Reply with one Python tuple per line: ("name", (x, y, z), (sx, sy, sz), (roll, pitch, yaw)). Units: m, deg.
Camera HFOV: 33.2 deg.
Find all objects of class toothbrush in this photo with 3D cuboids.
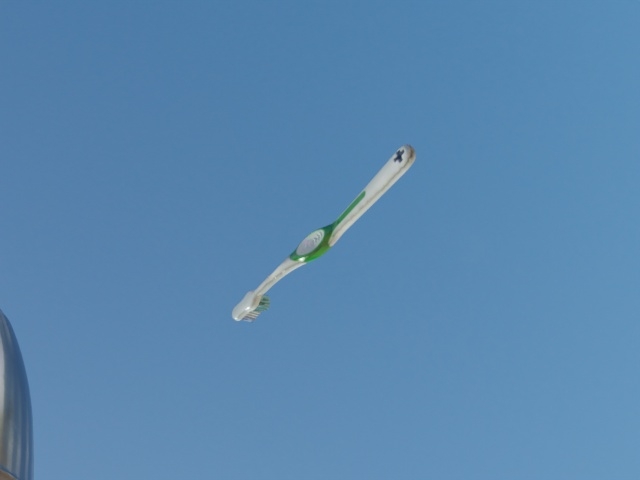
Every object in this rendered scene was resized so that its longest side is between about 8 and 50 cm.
("toothbrush", (-0.001, 0.000, 1.127), (0.030, 0.030, 0.304), (9, -42, -41))

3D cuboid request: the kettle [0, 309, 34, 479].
("kettle", (-0.388, 0.155, 1.028), (0.251, 0.207, 0.271), (25, -136, -30))
